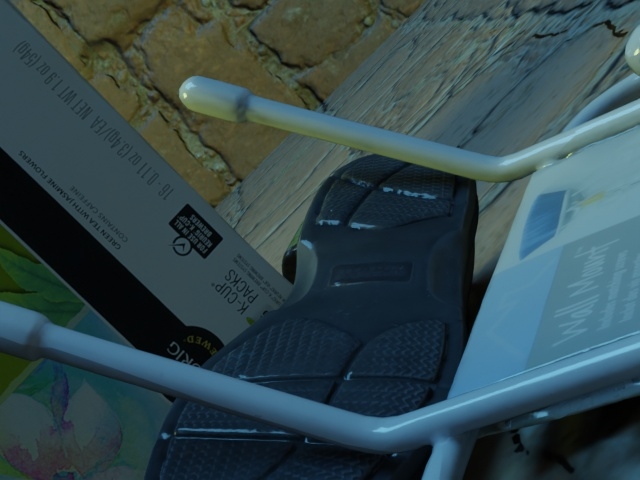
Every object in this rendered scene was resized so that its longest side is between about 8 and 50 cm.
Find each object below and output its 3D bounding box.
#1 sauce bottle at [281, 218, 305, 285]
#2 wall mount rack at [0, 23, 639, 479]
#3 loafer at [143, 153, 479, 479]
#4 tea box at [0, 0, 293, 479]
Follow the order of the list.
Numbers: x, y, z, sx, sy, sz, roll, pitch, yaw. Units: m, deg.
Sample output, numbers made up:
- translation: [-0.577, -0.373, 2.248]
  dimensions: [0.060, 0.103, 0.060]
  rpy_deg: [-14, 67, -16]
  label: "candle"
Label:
- translation: [0.000, 0.000, 0.992]
  dimensions: [0.042, 0.042, 0.128]
  rpy_deg: [-41, 7, 23]
  label: "sauce bottle"
- translation: [0.049, -0.026, 0.458]
  dimensions: [0.304, 0.130, 0.350]
  rpy_deg: [-23, 19, 31]
  label: "wall mount rack"
- translation: [0.018, 0.065, 0.516]
  dimensions: [0.109, 0.095, 0.302]
  rpy_deg: [-1, 31, 20]
  label: "loafer"
- translation: [-0.241, 0.067, 0.839]
  dimensions: [0.323, 0.329, 0.220]
  rpy_deg: [-50, 10, -24]
  label: "tea box"
